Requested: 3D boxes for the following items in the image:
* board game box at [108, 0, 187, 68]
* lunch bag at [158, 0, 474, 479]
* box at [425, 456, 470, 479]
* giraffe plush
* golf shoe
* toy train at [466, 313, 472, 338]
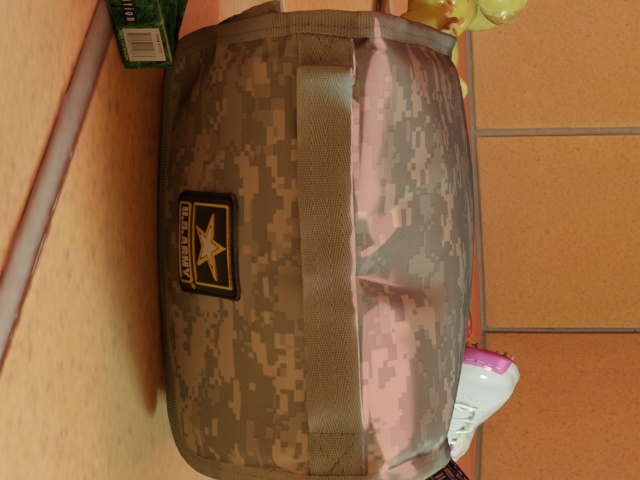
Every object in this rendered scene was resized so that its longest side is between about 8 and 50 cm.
[{"bbox_3d":[-0.078,-0.222,0.832,0.136,0.030,0.260,84,10,-46],"label":"board game box"},{"bbox_3d":[0.000,0.000,0.878,0.287,0.169,0.235,-32,122,-85],"label":"lunch bag"},{"bbox_3d":[0.075,0.193,1.203,0.216,0.060,0.270,49,2,9],"label":"box"},{"bbox_3d":[0.134,-0.253,1.890,0.210,0.181,0.170,101,12,-80],"label":"giraffe plush"},{"bbox_3d":[0.166,0.217,2.018,0.306,0.115,0.140,114,-7,-68],"label":"golf shoe"},{"bbox_3d":[0.114,-0.004,1.902,0.143,0.105,0.248,-96,-179,-59],"label":"toy train"}]
